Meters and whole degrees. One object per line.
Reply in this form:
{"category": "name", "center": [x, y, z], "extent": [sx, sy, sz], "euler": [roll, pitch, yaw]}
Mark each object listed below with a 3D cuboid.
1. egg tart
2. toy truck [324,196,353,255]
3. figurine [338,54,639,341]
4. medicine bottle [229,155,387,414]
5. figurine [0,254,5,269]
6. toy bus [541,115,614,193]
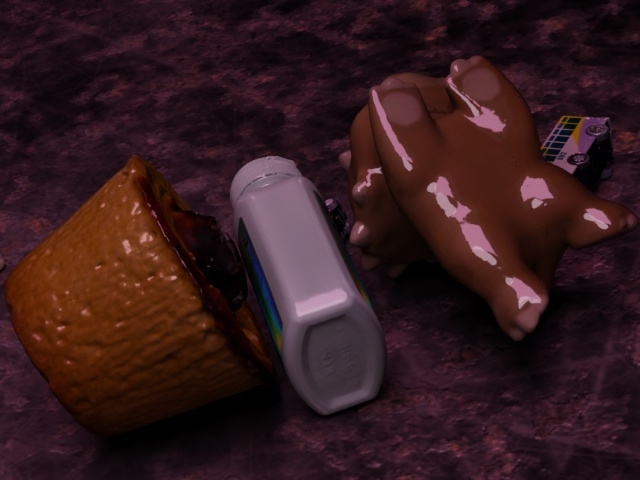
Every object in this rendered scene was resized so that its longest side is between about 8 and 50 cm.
{"category": "egg tart", "center": [-0.136, 0.053, 1.179], "extent": [0.170, 0.215, 0.215], "euler": [-32, 35, 3]}
{"category": "toy truck", "center": [0.000, 0.000, 1.327], "extent": [0.044, 0.039, 0.083], "euler": [-18, 34, 20]}
{"category": "figurine", "center": [0.115, -0.026, 1.223], "extent": [0.247, 0.173, 0.177], "euler": [43, 63, 16]}
{"category": "medicine bottle", "center": [-0.018, 0.022, 1.208], "extent": [0.083, 0.121, 0.229], "euler": [-20, 42, -5]}
{"category": "figurine", "center": [-0.336, 0.023, 1.411], "extent": [0.047, 0.051, 0.083], "euler": [17, 46, 30]}
{"category": "toy bus", "center": [0.218, -0.065, 1.324], "extent": [0.058, 0.052, 0.102], "euler": [8, 39, 30]}
